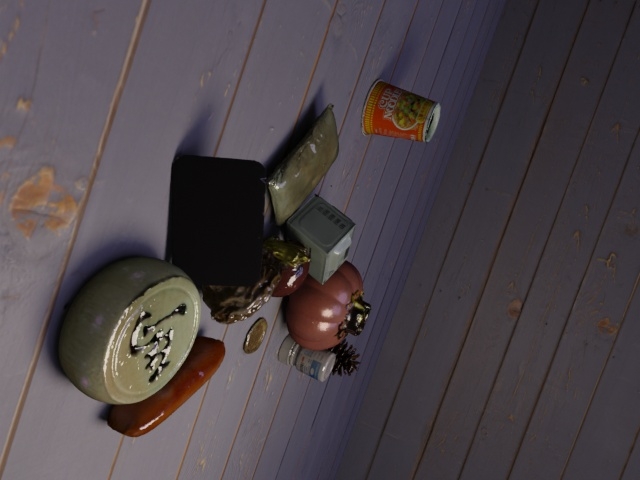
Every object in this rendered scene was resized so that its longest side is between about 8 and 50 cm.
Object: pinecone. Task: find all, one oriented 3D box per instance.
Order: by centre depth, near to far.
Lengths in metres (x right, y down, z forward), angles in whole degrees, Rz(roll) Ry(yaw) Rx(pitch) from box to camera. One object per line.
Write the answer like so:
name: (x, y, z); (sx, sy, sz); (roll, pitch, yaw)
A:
pinecone: (0.087, 0.488, 2.070); (0.163, 0.165, 0.163); (-54, 159, -32)

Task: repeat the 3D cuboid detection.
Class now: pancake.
pancake: (-0.182, 0.270, 1.409); (0.115, 0.011, 0.115); (-53, 154, -42)

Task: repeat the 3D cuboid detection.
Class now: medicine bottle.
medicine bottle: (-0.044, 0.384, 1.639); (0.105, 0.168, 0.105); (-51, 152, -40)

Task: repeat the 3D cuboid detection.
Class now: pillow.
pillow: (-0.036, -0.191, 1.253); (0.302, 0.075, 0.185); (-55, 157, -27)

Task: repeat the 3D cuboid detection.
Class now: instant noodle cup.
instant noodle cup: (0.266, -0.403, 1.617); (0.193, 0.212, 0.193); (-52, 154, -39)

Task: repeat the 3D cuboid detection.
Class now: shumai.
shumai: (-0.190, 0.058, 1.046); (0.175, 0.166, 0.206); (53, 21, -25)

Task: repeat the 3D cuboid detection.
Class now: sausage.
sausage: (-0.301, 0.297, 1.024); (0.300, 0.089, 0.083); (-40, 151, -53)

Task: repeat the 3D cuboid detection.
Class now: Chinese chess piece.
Chinese chess piece: (-0.311, 0.151, 0.846); (0.250, 0.101, 0.250); (-50, 151, -42)

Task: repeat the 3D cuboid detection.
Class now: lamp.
lamp: (-0.104, 0.060, 1.243); (0.157, 0.135, 0.156); (-53, -158, 3)
lamp: (0.031, 0.201, 1.550); (0.305, 0.240, 0.305); (-53, 155, -39)

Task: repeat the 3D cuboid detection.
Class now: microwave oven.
microwave oven: (0.000, 0.000, 1.334); (0.122, 0.162, 0.208); (-46, 165, -22)

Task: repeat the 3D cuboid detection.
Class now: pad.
pad: (-0.114, -0.035, 0.950); (0.323, 0.055, 0.249); (-4, 113, -28)
